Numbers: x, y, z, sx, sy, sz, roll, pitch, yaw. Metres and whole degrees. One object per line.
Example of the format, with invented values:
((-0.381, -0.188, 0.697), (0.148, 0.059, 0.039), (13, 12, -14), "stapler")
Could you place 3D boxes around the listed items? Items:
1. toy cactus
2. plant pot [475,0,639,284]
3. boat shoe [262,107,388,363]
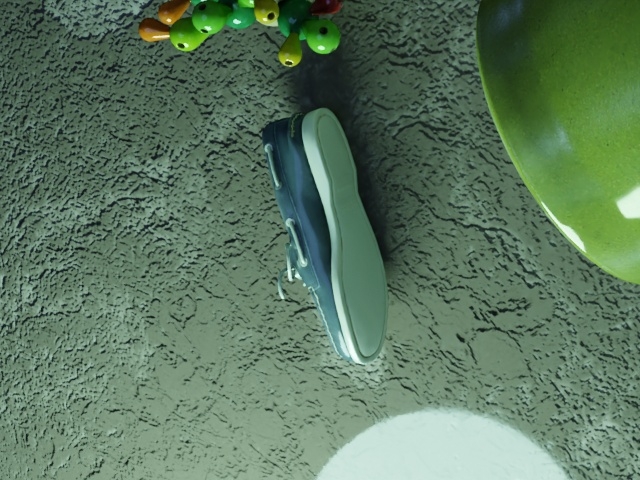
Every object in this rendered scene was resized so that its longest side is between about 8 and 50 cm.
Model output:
((-0.065, -0.224, 1.001), (0.219, 0.180, 0.112), (11, 111, 25), "toy cactus")
((0.297, -0.144, 0.659), (0.353, 0.366, 0.366), (-28, 91, 38), "plant pot")
((0.000, 0.000, 1.089), (0.079, 0.095, 0.254), (-11, 99, 30), "boat shoe")
